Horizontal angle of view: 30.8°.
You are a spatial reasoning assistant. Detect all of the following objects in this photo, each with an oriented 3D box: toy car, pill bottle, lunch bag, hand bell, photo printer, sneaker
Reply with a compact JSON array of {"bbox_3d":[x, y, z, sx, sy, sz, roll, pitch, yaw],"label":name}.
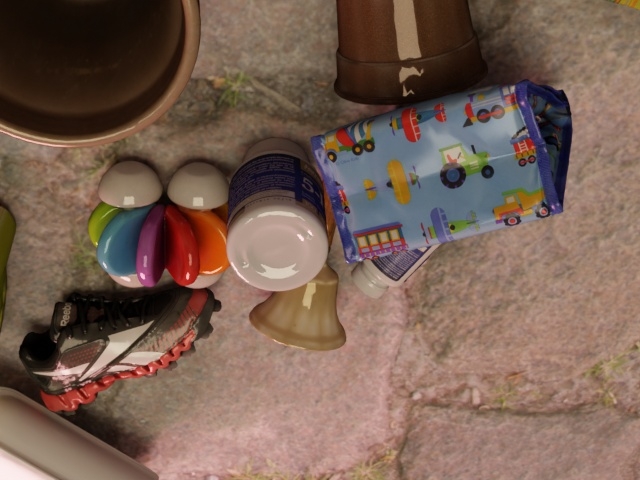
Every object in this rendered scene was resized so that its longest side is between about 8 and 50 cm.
[{"bbox_3d":[-0.185,-0.001,1.368,0.182,0.136,0.159,1,123,-4],"label":"toy car"},{"bbox_3d":[0.094,0.014,1.435,0.067,0.067,0.120,33,115,-22],"label":"pill bottle"},{"bbox_3d":[0.148,-0.095,1.238,0.221,0.293,0.138,-14,100,20],"label":"lunch bag"},{"bbox_3d":[-0.050,-0.038,1.321,0.112,0.186,0.112,-1,123,-2],"label":"pill bottle"},{"bbox_3d":[0.000,0.000,1.417,0.126,0.126,0.242,11,109,-10],"label":"hand bell"},{"bbox_3d":[-0.405,0.324,1.561,0.307,0.107,0.256,37,129,-24],"label":"photo printer"},{"bbox_3d":[-0.262,0.116,1.462,0.276,0.097,0.135,-26,123,15],"label":"sneaker"}]

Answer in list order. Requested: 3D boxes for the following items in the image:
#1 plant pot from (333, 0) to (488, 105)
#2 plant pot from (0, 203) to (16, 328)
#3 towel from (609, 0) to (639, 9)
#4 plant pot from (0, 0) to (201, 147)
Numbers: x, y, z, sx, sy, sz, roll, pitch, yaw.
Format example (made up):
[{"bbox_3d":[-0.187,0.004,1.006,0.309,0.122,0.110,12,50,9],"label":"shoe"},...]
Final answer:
[{"bbox_3d":[0.086,-0.247,1.218,0.167,0.167,0.165,-8,116,2],"label":"plant pot"},{"bbox_3d":[-0.476,0.057,1.345,0.227,0.228,0.207,16,113,-13],"label":"plant pot"},{"bbox_3d":[0.391,-0.294,1.281,0.237,0.021,0.102,13,127,-12],"label":"towel"},{"bbox_3d":[-0.244,-0.256,1.144,0.263,0.229,0.263,-1,123,-2],"label":"plant pot"}]
